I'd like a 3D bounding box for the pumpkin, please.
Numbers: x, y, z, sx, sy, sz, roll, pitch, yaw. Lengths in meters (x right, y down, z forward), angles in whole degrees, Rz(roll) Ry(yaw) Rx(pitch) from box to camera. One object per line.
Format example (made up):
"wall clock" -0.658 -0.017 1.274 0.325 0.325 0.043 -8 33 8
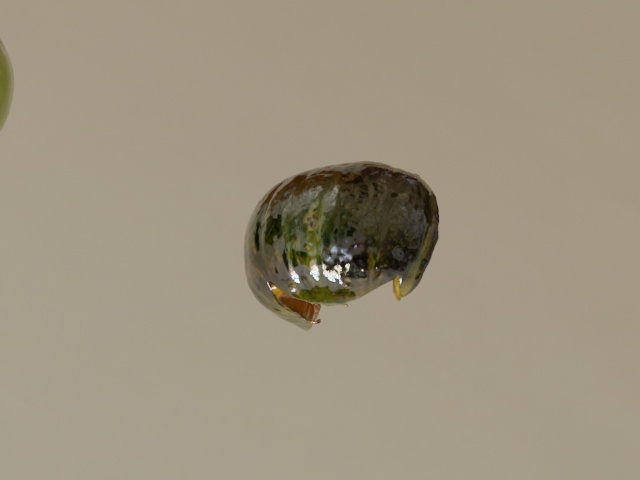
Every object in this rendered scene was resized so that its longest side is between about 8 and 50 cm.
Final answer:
"pumpkin" 0.000 0.000 1.172 0.108 0.183 0.119 26 -121 -24

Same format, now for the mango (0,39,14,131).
"mango" -0.354 -0.078 1.160 0.143 0.293 0.175 58 -159 1
